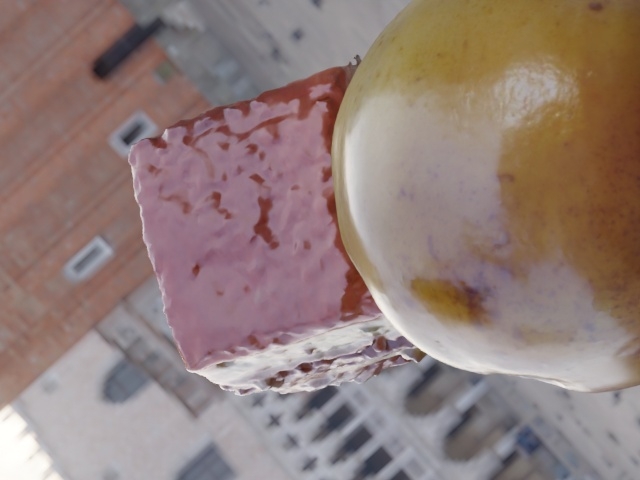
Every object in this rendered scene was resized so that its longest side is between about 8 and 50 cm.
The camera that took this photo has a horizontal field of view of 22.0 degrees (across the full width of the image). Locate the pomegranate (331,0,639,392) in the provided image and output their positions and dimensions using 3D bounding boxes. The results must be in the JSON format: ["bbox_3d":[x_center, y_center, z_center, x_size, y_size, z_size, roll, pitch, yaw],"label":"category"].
[{"bbox_3d":[0.134,-0.045,0.945,0.264,0.264,0.264,48,180,0],"label":"pomegranate"}]

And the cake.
[{"bbox_3d":[0.000,0.000,1.609,0.319,0.269,0.270,14,-120,-62],"label":"cake"}]
